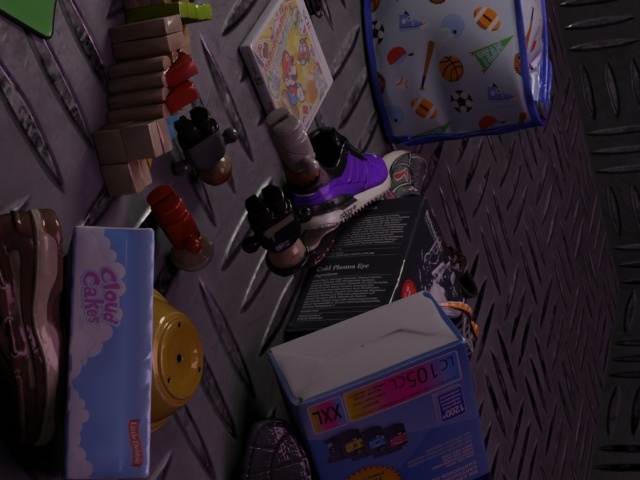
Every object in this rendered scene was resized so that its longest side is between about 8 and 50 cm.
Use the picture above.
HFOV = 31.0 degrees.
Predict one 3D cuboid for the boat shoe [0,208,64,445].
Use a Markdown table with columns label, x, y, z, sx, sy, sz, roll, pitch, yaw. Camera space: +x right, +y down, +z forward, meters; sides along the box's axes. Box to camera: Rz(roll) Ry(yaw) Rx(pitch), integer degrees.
| label | x | y | z | sx | sy | sz | roll | pitch | yaw |
| --- | --- | --- | --- | --- | --- | --- | --- | --- | --- |
| boat shoe | -0.322 | 0.093 | 1.198 | 0.095 | 0.095 | 0.257 | -3 | 103 | -24 |

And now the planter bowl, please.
| label | x | y | z | sx | sy | sz | roll | pitch | yaw |
| --- | --- | --- | --- | --- | --- | --- | --- | --- | --- |
| planter bowl | -0.205 | 0.146 | 1.411 | 0.217 | 0.090 | 0.217 | 18 | 70 | -62 |

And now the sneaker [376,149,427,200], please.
| label | x | y | z | sx | sy | sz | roll | pitch | yaw |
| --- | --- | --- | --- | --- | --- | --- | --- | --- | --- |
| sneaker | 0.154 | -0.079 | 2.185 | 0.299 | 0.112 | 0.120 | -57 | 136 | -53 |

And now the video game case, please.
| label | x | y | z | sx | sy | sz | roll | pitch | yaw |
| --- | --- | --- | --- | --- | --- | --- | --- | --- | --- |
| video game case | -0.050 | -0.286 | 1.883 | 0.227 | 0.026 | 0.206 | -65 | 142 | -46 |

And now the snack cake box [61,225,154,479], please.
| label | x | y | z | sx | sy | sz | roll | pitch | yaw |
| --- | --- | --- | --- | --- | --- | --- | --- | --- | --- |
| snack cake box | -0.234 | 0.128 | 1.258 | 0.152 | 0.089 | 0.264 | 138 | -47 | -72 |

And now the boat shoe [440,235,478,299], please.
| label | x | y | z | sx | sy | sz | roll | pitch | yaw |
| --- | --- | --- | --- | --- | --- | --- | --- | --- | --- |
| boat shoe | 0.283 | 0.053 | 2.481 | 0.223 | 0.074 | 0.080 | 59 | 36 | -44 |

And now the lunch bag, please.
| label | x | y | z | sx | sy | sz | roll | pitch | yaw |
| --- | --- | --- | --- | --- | --- | --- | --- | --- | --- |
| lunch bag | 0.268 | -0.388 | 2.229 | 0.239 | 0.328 | 0.385 | -2 | 86 | -63 |

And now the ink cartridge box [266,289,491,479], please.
| label | x | y | z | sx | sy | sz | roll | pitch | yaw |
| --- | --- | --- | --- | --- | --- | --- | --- | --- | --- |
| ink cartridge box | 0.105 | 0.303 | 1.778 | 0.151 | 0.270 | 0.395 | -119 | -169 | -52 |

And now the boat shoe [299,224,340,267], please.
| label | x | y | z | sx | sy | sz | roll | pitch | yaw |
| --- | --- | --- | --- | --- | --- | --- | --- | --- | --- |
| boat shoe | -0.002 | 0.000 | 1.918 | 0.133 | 0.049 | 0.042 | -51 | 136 | -53 |

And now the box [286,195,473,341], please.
| label | x | y | z | sx | sy | sz | roll | pitch | yaw |
| --- | --- | --- | --- | --- | --- | --- | --- | --- | --- |
| box | 0.118 | 0.153 | 1.992 | 0.312 | 0.179 | 0.343 | -70 | 145 | -43 |

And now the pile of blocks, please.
| label | x | y | z | sx | sy | sz | roll | pitch | yaw |
| --- | --- | --- | --- | --- | --- | --- | --- | --- | --- |
| pile of blocks | -0.191 | -0.225 | 1.474 | 0.149 | 0.113 | 0.362 | 33 | 57 | -59 |

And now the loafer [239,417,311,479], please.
| label | x | y | z | sx | sy | sz | roll | pitch | yaw |
| --- | --- | --- | --- | --- | --- | --- | --- | --- | --- |
| loafer | -0.068 | 0.401 | 1.688 | 0.109 | 0.095 | 0.302 | -13 | 99 | -22 |

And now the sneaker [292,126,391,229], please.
| label | x | y | z | sx | sy | sz | roll | pitch | yaw |
| --- | --- | --- | --- | --- | --- | --- | --- | --- | --- |
| sneaker | 0.035 | -0.128 | 1.949 | 0.293 | 0.102 | 0.146 | -41 | 122 | -60 |

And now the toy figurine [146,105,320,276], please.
| label | x | y | z | sx | sy | sz | roll | pitch | yaw |
| --- | --- | --- | --- | --- | --- | --- | --- | --- | --- |
| toy figurine | -0.105 | -0.063 | 1.522 | 0.148 | 0.213 | 0.209 | 68 | 26 | -51 |

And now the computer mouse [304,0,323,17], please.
| label | x | y | z | sx | sy | sz | roll | pitch | yaw |
| --- | --- | --- | --- | --- | --- | --- | --- | --- | --- |
| computer mouse | 0.004 | -0.527 | 2.005 | 0.262 | 0.060 | 0.184 | -57 | 141 | -36 |

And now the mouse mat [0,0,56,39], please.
| label | x | y | z | sx | sy | sz | roll | pitch | yaw |
| --- | --- | --- | --- | --- | --- | --- | --- | --- | --- |
| mouse mat | -0.341 | -0.337 | 1.296 | 0.153 | 0.007 | 0.189 | 28 | 60 | -61 |

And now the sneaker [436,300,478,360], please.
| label | x | y | z | sx | sy | sz | roll | pitch | yaw |
| --- | --- | --- | --- | --- | --- | --- | --- | --- | --- |
| sneaker | 0.210 | 0.154 | 1.885 | 0.215 | 0.084 | 0.083 | 43 | 54 | -56 |
